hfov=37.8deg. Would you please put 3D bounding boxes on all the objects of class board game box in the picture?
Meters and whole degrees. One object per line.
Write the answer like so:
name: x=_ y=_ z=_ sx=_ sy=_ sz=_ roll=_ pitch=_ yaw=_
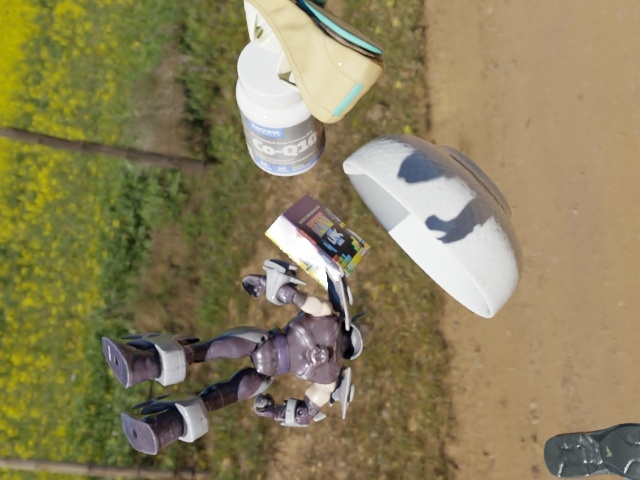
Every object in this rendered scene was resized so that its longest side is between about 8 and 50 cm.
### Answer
board game box: x=0.000 y=0.000 z=1.488 sx=0.048 sy=0.141 sz=0.170 roll=-47 pitch=0 yaw=20

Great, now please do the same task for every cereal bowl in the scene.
cereal bowl: x=0.198 y=-0.044 z=1.477 sx=0.141 sy=0.339 sz=0.339 roll=-42 pitch=23 yaw=-5

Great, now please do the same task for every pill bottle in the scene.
pill bottle: x=-0.036 y=-0.122 z=0.854 sx=0.137 sy=0.078 sz=0.078 roll=83 pitch=-172 yaw=-66

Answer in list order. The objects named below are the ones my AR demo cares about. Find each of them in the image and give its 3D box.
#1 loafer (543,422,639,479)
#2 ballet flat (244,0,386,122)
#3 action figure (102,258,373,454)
loafer: x=0.325 y=0.222 z=0.992 sx=0.170 sy=0.061 sz=0.062 roll=-8 pitch=82 yaw=41
ballet flat: x=-0.025 y=-0.169 z=0.740 sx=0.073 sy=0.080 sz=0.232 roll=-59 pitch=34 yaw=22
action figure: x=-0.065 y=0.117 z=0.947 sx=0.099 sy=0.284 sz=0.186 roll=4 pitch=104 yaw=60
